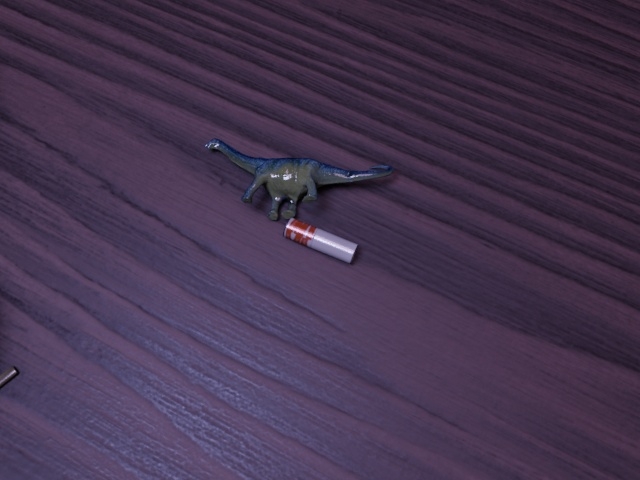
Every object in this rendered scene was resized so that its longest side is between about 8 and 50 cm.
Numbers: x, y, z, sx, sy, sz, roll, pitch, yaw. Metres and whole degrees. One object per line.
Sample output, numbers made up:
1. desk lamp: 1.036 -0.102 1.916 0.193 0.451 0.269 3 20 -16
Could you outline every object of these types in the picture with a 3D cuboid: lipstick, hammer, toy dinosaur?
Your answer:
1. lipstick: 0.000 0.000 0.871 0.130 0.038 0.039 23 69 7
2. hammer: -0.555 0.267 0.763 0.182 0.017 0.062 -41 74 -17
3. toy dinosaur: -0.051 -0.114 0.898 0.362 0.076 0.147 7 61 6
